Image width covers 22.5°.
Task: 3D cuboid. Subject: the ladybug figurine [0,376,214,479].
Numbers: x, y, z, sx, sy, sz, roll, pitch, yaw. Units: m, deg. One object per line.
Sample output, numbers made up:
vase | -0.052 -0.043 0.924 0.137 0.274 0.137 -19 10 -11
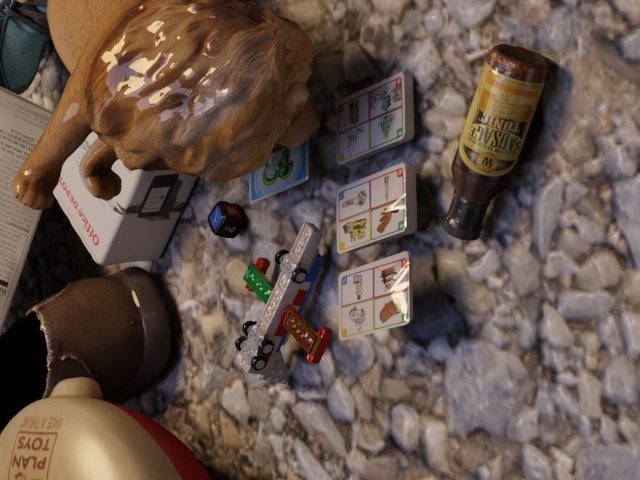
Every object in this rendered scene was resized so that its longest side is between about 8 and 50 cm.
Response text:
ladybug figurine | -0.155 0.331 1.285 0.305 0.162 0.449 -4 90 47

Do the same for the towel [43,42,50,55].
towel | -0.325 -0.233 1.574 0.197 0.029 0.144 -12 82 51

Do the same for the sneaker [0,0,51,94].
sneaker | -0.243 -0.242 1.401 0.125 0.104 0.261 26 106 35

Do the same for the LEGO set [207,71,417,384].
LEGO set | 0.000 0.000 1.189 0.244 0.060 0.182 -21 64 49

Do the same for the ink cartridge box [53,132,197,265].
ink cartridge box | -0.158 -0.069 1.348 0.109 0.063 0.150 55 132 34

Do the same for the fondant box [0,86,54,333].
fondant box | -0.354 0.049 1.450 0.238 0.096 0.330 -25 44 56

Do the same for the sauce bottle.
sauce bottle | 0.110 -0.061 1.032 0.042 0.042 0.128 38 123 43

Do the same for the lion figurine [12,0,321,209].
lion figurine | -0.161 -0.180 1.209 0.240 0.142 0.392 -48 63 33

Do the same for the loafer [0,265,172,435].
loafer | -0.273 0.130 1.451 0.366 0.130 0.133 -45 58 43
